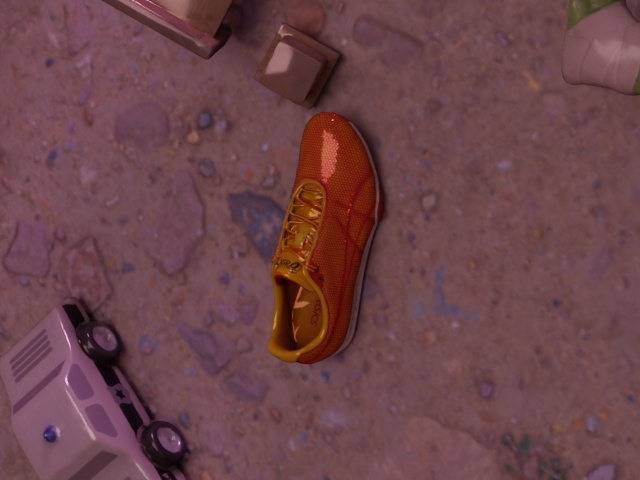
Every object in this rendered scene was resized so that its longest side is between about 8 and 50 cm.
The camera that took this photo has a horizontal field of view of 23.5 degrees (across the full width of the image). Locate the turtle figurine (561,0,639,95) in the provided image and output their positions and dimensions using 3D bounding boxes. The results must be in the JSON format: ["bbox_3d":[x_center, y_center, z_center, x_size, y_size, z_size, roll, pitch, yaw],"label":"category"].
[{"bbox_3d":[0.276,-0.120,0.800,0.266,0.275,0.198,25,72,31],"label":"turtle figurine"}]

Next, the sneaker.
[{"bbox_3d":[0.000,0.000,1.044,0.064,0.067,0.175,6,96,32],"label":"sneaker"}]

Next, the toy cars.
[{"bbox_3d":[-0.190,0.244,1.165,0.176,0.087,0.394,5,97,30],"label":"toy cars"}]

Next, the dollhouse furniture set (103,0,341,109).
[{"bbox_3d":[-0.078,-0.319,1.071,0.355,0.174,0.303,31,111,-1],"label":"dollhouse furniture set"}]
